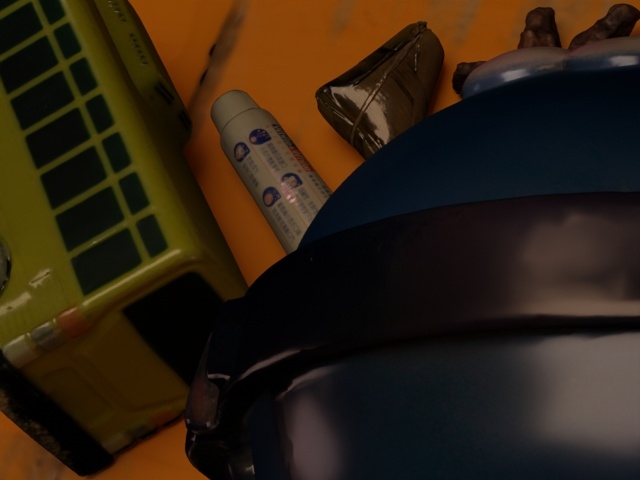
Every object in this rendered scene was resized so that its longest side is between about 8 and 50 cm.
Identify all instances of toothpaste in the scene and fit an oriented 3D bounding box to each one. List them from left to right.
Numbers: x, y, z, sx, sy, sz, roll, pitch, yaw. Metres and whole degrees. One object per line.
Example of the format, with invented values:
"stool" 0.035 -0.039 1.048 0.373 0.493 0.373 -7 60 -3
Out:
"toothpaste" 0.000 0.000 0.783 0.052 0.033 0.218 -35 55 0

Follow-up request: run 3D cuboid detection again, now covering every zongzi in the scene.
"zongzi" 0.050 -0.068 0.803 0.076 0.040 0.083 -38 64 -12

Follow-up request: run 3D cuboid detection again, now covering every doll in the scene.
"doll" 0.107 0.069 0.520 0.284 0.310 0.240 -3 60 21

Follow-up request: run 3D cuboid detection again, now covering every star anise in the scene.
"star anise" 0.120 -0.070 0.770 0.141 0.042 0.141 -10 56 15

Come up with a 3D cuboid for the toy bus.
"toy bus" -0.135 -0.030 0.798 0.150 0.128 0.262 -29 54 2
